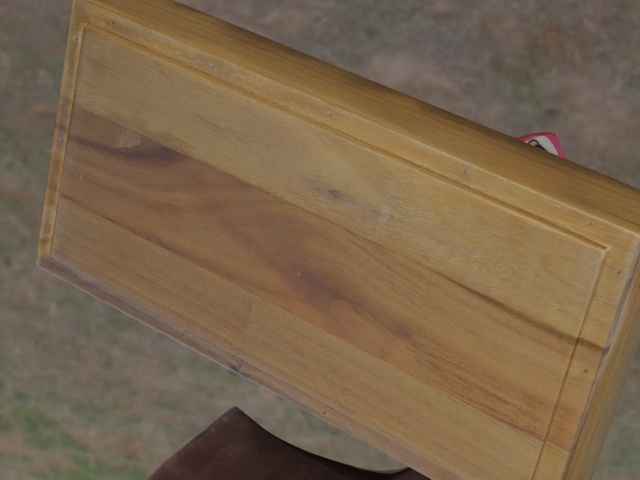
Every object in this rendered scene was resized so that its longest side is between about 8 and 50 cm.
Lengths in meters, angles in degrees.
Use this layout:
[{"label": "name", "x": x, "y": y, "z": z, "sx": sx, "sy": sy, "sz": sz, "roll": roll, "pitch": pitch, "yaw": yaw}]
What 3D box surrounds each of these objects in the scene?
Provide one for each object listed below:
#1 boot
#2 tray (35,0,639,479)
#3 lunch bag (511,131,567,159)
[{"label": "boot", "x": -0.005, "y": 0.195, "z": 1.166, "sx": 0.207, "sy": 0.248, "sz": 0.090, "roll": 40, "pitch": 160, "yaw": 31}, {"label": "tray", "x": 0.000, "y": 0.000, "z": 0.906, "sx": 0.411, "sy": 0.203, "sz": 0.076, "roll": 26, "pitch": -154, "yaw": 27}, {"label": "lunch bag", "x": 0.104, "y": 0.010, "z": 1.438, "sx": 0.258, "sy": 0.293, "sz": 0.120, "roll": -27, "pitch": 94, "yaw": 54}]
